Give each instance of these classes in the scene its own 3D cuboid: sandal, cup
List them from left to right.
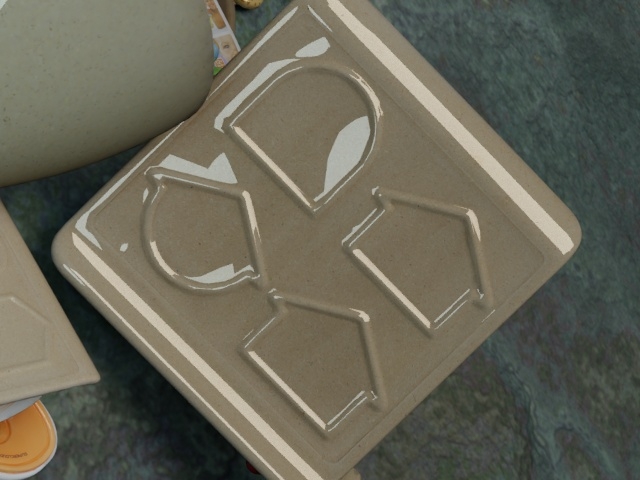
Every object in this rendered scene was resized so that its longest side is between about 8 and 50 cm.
[{"bbox_3d":[-0.292,0.081,1.539,0.265,0.076,0.102,52,43,-16],"label":"sandal"},{"bbox_3d":[-0.280,-0.167,1.524,0.237,0.331,0.331,-41,103,-28],"label":"cup"}]

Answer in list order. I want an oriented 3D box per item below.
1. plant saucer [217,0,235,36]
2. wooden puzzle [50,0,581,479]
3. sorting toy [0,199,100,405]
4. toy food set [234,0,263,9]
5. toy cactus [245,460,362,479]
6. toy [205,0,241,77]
[{"bbox_3d":[-0.194,-0.244,1.827,0.278,0.041,0.278,21,57,-38],"label":"plant saucer"},{"bbox_3d":[-0.003,-0.001,1.681,0.322,0.348,0.080,46,-1,-5],"label":"wooden puzzle"},{"bbox_3d":[-0.289,0.050,1.495,0.208,0.038,0.193,-8,59,-48],"label":"sorting toy"},{"bbox_3d":[-0.091,-0.274,1.963,0.082,0.020,0.083,21,57,-39],"label":"toy food set"},{"bbox_3d":[-0.003,0.265,1.760,0.219,0.112,0.180,54,23,-9],"label":"toy cactus"},{"bbox_3d":[-0.143,-0.254,1.812,0.137,0.056,0.237,-22,88,-51],"label":"toy"}]
